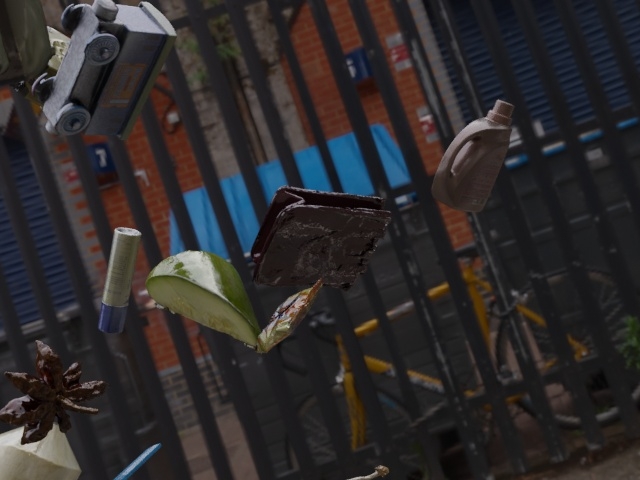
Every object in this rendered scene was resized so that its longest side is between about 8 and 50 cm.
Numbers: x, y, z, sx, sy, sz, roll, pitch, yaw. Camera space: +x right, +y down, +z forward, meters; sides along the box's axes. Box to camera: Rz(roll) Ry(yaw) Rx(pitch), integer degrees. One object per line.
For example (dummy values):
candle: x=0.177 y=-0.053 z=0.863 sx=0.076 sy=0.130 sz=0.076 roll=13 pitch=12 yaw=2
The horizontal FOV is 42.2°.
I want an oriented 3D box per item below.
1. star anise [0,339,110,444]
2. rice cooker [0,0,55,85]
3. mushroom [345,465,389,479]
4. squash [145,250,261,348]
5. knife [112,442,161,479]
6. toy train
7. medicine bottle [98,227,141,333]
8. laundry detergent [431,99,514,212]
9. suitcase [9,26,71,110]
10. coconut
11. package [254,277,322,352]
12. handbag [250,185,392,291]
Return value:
star anise: x=-0.514 y=0.295 z=1.573 sx=0.212 sy=0.196 sz=0.111 roll=-33 pitch=18 yaw=-21
rice cooker: x=-0.541 y=-0.334 z=1.073 sx=0.326 sy=0.335 sz=0.335 roll=-16 pitch=-3 yaw=-16
mushroom: x=-0.009 y=0.421 z=1.402 sx=0.286 sy=0.028 sz=0.026 roll=-7 pitch=22 yaw=-24
squash: x=-0.200 y=0.106 z=1.386 sx=0.170 sy=0.093 sz=0.252 roll=-12 pitch=29 yaw=-11
knife: x=-0.396 y=0.481 z=1.703 sx=0.044 sy=0.026 sz=0.296 roll=-41 pitch=-3 yaw=18
toy train: x=-0.415 y=-0.322 z=1.595 sx=0.202 sy=0.131 sz=0.299 roll=-9 pitch=-37 yaw=-49
medicine bottle: x=-0.444 y=0.089 z=1.827 sx=0.059 sy=0.230 sz=0.059 roll=13 pitch=13 yaw=-3
laundry detergent: x=0.316 y=-0.177 z=1.706 sx=0.171 sy=0.237 sz=0.076 roll=2 pitch=25 yaw=-48
suitcase: x=-0.664 y=-0.414 z=2.096 sx=0.143 sy=0.193 sz=0.235 roll=-39 pitch=-46 yaw=26
coconut: x=-0.607 y=0.480 z=1.722 sx=0.221 sy=0.202 sz=0.202 roll=-65 pitch=16 yaw=-19
package: x=-0.049 y=0.118 z=1.281 sx=0.121 sy=0.031 sz=0.108 roll=-41 pitch=10 yaw=46
handbag: x=-0.001 y=-0.002 z=1.435 sx=0.216 sy=0.074 sz=0.203 roll=3 pitch=-42 yaw=-21
